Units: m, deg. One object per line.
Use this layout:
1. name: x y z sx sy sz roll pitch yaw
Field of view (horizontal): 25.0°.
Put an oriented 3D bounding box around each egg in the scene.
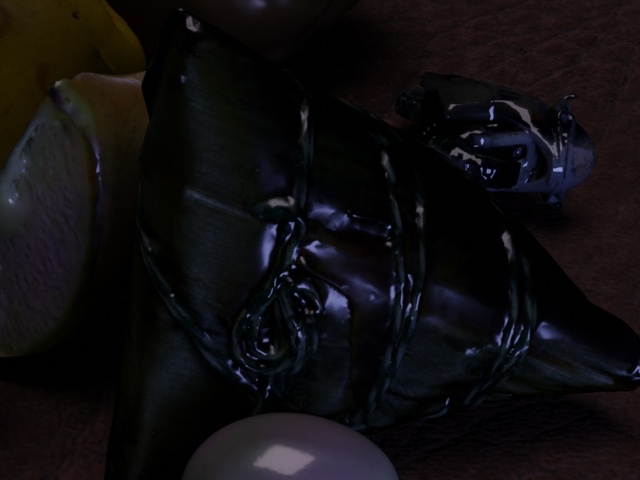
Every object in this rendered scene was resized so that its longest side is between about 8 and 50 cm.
1. egg: -0.018 0.157 0.878 0.135 0.103 0.103 3 30 -4

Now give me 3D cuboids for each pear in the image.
1. pear: -0.308 -0.103 1.180 0.285 0.336 0.285 42 23 -23

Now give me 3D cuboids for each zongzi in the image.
1. zongzi: 0.000 0.000 1.060 0.384 0.319 0.362 7 17 -29

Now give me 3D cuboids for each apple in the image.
1. apple: -0.161 -0.013 1.053 0.120 0.265 0.193 46 35 11

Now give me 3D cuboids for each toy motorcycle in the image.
1. toy motorcycle: 0.158 -0.097 1.325 0.159 0.106 0.270 4 20 -5

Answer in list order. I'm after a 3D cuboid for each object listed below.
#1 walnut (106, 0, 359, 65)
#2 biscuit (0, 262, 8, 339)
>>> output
1. walnut: -0.088 -0.346 1.493 0.384 0.383 0.383 2 31 -1
2. biscuit: -0.295 0.159 0.820 0.079 0.144 0.426 20 30 3
